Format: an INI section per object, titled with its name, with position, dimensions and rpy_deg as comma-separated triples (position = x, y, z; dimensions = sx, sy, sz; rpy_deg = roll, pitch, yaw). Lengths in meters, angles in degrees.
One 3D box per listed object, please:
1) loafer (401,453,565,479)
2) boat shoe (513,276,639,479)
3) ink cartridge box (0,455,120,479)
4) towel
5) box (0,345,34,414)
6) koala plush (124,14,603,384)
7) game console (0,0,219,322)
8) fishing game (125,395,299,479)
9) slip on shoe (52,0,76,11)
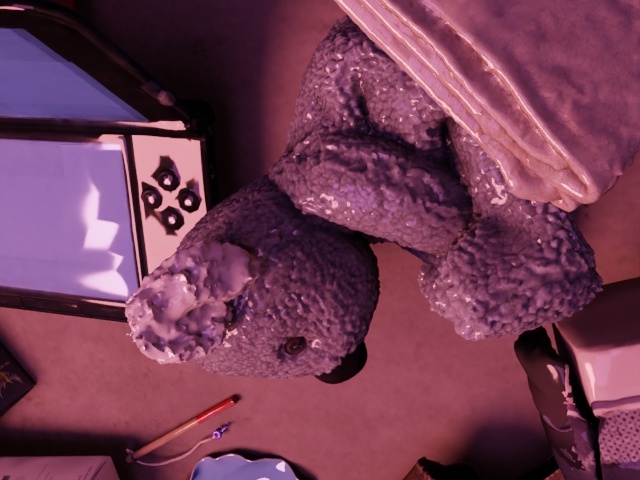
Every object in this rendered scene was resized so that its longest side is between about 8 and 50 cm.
[loafer]
position = 0.092, 0.225, 0.549
dimensions = 0.365, 0.134, 0.130
rpy_deg = -25, 80, 14
[boat shoe]
position = 0.288, 0.083, 0.398
dimensions = 0.340, 0.127, 0.158
rpy_deg = -13, 102, 10
[ink cartridge box]
position = -0.289, 0.285, 0.680
dimensions = 0.217, 0.092, 0.159
rpy_deg = -3, 119, 13
[towel]
position = 0.137, -0.164, 0.353
dimensions = 0.282, 0.049, 0.187
rpy_deg = -44, 91, -15
[box]
position = -0.417, 0.141, 0.727
dimensions = 0.232, 0.059, 0.183
rpy_deg = -38, 94, 26
[koala plush]
position = 0.000, 0.000, 0.435
dimensions = 0.221, 0.196, 0.203
rpy_deg = -33, 87, 3
[game console]
position = -0.233, -0.035, 0.491
dimensions = 0.293, 0.173, 0.250
rpy_deg = 5, 112, 16
[fishing game]
position = -0.063, 0.276, 0.658
dimensions = 0.189, 0.041, 0.264
rpy_deg = -31, 95, 23
[slip on shoe]
position = -0.198, -0.287, 0.477
dimensions = 0.101, 0.123, 0.331
rpy_deg = 3, 104, 15
